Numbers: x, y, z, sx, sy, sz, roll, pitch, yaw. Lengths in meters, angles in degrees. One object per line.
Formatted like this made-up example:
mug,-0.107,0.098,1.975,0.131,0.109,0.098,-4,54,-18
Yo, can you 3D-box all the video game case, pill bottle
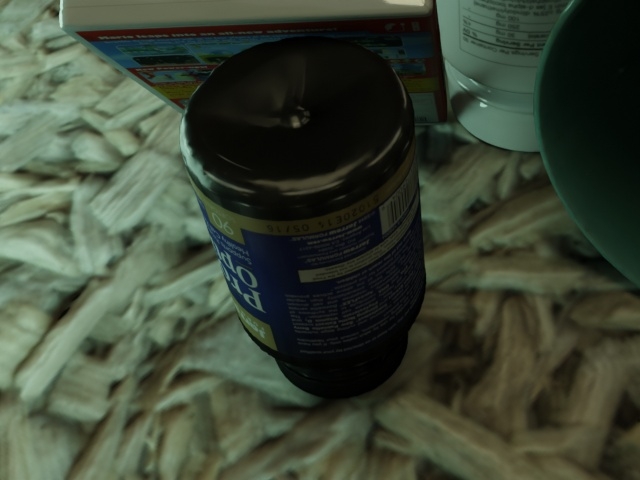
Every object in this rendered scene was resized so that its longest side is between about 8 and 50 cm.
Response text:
video game case,-0.020,-0.114,0.635,0.204,0.285,0.025,0,86,9
pill bottle,0.000,0.000,0.559,0.123,0.219,0.123,-5,51,6
pill bottle,0.152,-0.206,0.657,0.160,0.283,0.160,-4,51,6

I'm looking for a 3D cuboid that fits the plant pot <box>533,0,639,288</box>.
plant pot,0.311,-0.108,0.556,0.293,0.293,0.235,26,56,26
